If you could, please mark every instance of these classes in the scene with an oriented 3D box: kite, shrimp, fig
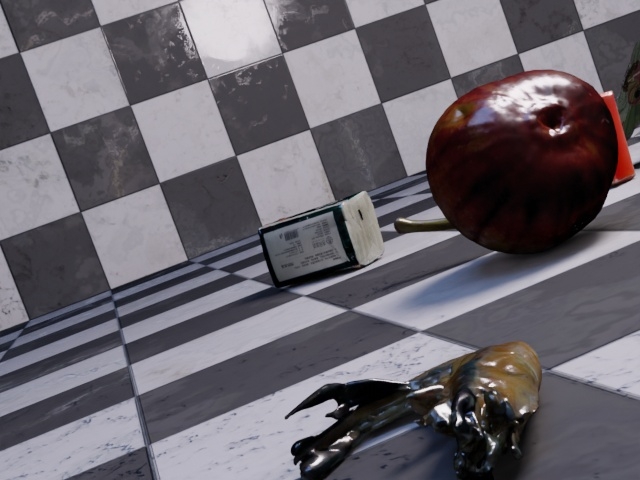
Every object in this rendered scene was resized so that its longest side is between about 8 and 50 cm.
[{"bbox_3d":[0.472,-0.217,1.444,0.013,0.268,0.323,34,75,35],"label":"kite"},{"bbox_3d":[0.049,0.096,0.547,0.152,0.046,0.219,-19,1,9],"label":"shrimp"},{"bbox_3d":[0.207,-0.059,1.071,0.203,0.186,0.250,-37,-22,-24],"label":"fig"}]

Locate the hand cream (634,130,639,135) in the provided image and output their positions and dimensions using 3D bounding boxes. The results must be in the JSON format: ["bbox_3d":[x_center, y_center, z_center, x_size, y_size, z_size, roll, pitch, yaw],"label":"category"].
[{"bbox_3d":[0.650,-0.232,1.769,0.186,0.054,0.087,-27,1,-8],"label":"hand cream"}]

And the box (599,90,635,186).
[{"bbox_3d":[0.347,-0.129,1.403,0.050,0.123,0.229,-19,5,-18],"label":"box"}]

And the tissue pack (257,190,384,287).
[{"bbox_3d":[0.001,0.000,1.479,0.170,0.103,0.090,-16,2,39],"label":"tissue pack"}]
